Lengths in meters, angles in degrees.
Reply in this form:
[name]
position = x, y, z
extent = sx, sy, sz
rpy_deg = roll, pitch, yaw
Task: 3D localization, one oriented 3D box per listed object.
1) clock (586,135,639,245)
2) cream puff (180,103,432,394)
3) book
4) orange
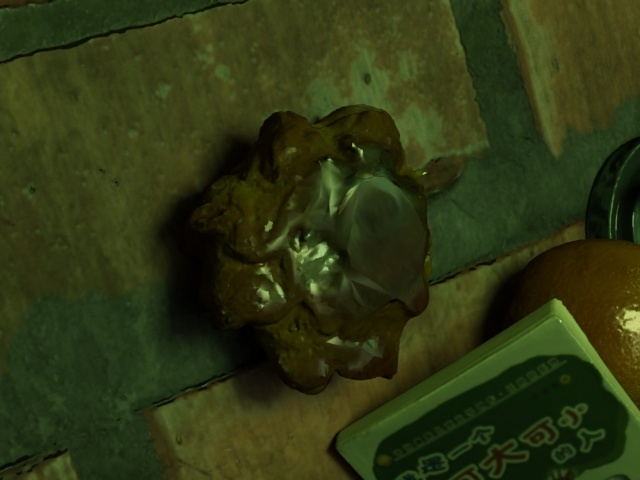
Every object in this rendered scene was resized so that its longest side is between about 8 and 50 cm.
[clock]
position = 0.394, -0.014, 1.625
extent = 0.226, 0.049, 0.226
rpy_deg = 1, 89, -33
[cream puff]
position = 0.000, 0.000, 1.309
extent = 0.241, 0.155, 0.269
rpy_deg = 29, 75, -27
[book]
position = 0.226, 0.258, 1.417
extent = 0.260, 0.043, 0.371
rpy_deg = -34, 112, 16
[orange]
position = 0.287, 0.090, 1.465
extent = 0.206, 0.206, 0.206
rpy_deg = 2, 87, -32
